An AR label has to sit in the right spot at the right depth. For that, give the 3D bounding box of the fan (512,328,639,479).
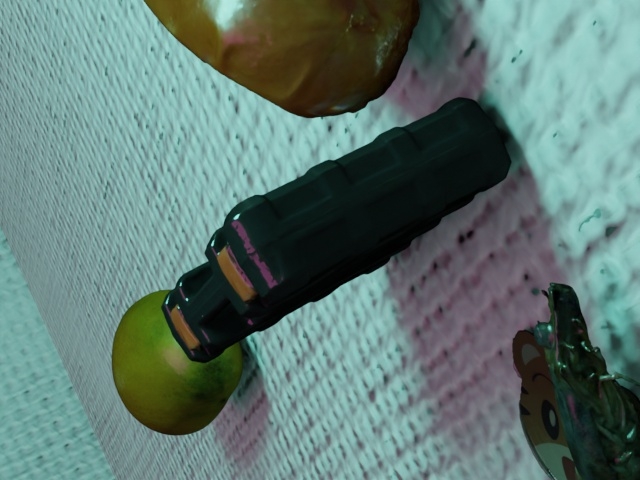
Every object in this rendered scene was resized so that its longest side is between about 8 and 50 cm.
[{"bbox_3d":[0.193,0.178,0.935,0.152,0.008,0.227,33,141,52],"label":"fan"}]

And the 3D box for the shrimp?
[{"bbox_3d":[0.206,0.121,0.797,0.150,0.051,0.217,-5,115,60],"label":"shrimp"}]

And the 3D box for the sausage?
[{"bbox_3d":[-0.041,-0.194,0.923,0.141,0.153,0.268,-56,47,15],"label":"sausage"}]

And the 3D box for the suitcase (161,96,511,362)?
[{"bbox_3d":[0.000,0.001,0.947,0.066,0.206,0.285,60,159,5],"label":"suitcase"}]

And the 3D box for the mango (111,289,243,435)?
[{"bbox_3d":[-0.180,0.146,1.615,0.175,0.139,0.254,50,147,8],"label":"mango"}]
